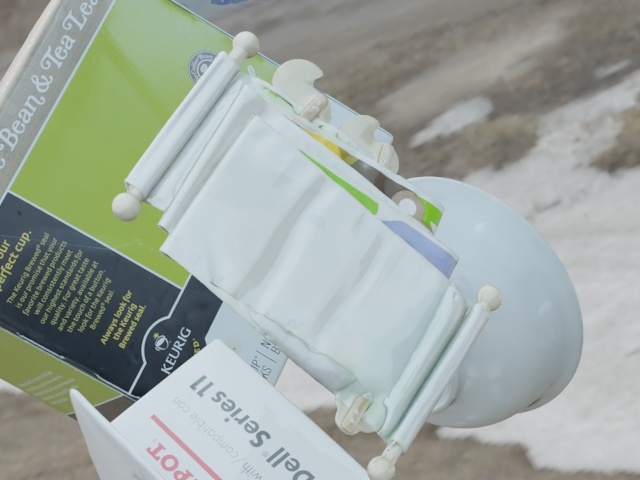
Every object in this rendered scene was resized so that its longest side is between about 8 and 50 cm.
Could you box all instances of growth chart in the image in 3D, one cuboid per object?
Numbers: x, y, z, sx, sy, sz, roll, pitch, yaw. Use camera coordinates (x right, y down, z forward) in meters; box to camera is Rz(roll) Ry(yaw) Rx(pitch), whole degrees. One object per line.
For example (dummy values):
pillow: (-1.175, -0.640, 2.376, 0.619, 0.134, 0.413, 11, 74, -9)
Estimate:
growth chart: (0.000, 0.000, 0.877, 0.172, 0.237, 0.021, -48, 3, -32)

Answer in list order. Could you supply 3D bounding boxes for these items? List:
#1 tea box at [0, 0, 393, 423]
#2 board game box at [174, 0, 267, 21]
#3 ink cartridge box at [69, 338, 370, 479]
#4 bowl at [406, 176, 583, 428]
tea box: (-0.169, -0.016, 1.372, 0.329, 0.323, 0.220, -64, 15, -20)
board game box: (-0.136, -0.388, 1.678, 0.319, 0.066, 0.318, -18, 63, 15)
ink cartridge box: (-0.033, 0.211, 1.017, 0.119, 0.353, 0.207, -39, 59, -21)
bowl: (0.119, 0.093, 1.628, 0.298, 0.298, 0.134, -11, 21, 45)
